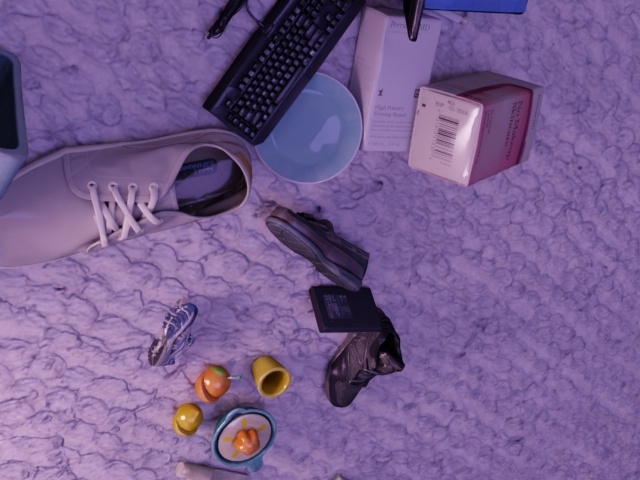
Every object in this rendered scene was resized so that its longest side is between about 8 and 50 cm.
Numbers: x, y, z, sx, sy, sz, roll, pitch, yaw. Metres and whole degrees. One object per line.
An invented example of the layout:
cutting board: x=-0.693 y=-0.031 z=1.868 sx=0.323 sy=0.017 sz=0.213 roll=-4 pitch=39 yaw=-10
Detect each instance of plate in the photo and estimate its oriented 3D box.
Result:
plate: x=-0.023 y=-0.188 z=1.322 sx=0.188 sy=0.024 sz=0.188 roll=-1 pitch=98 yaw=-10

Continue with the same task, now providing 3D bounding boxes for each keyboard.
keyboard: x=-0.074 y=-0.323 z=1.237 sx=0.201 sy=0.033 sz=0.317 roll=35 pitch=90 yaw=-32

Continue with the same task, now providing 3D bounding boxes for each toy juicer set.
toy juicer set: x=-0.183 y=0.381 z=1.520 sx=0.209 sy=0.089 sz=0.329 roll=1 pitch=114 yaw=-30

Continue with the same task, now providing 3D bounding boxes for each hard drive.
hard drive: x=0.049 y=0.132 z=1.520 sx=0.135 sy=0.094 sz=0.022 roll=3 pitch=145 yaw=-30

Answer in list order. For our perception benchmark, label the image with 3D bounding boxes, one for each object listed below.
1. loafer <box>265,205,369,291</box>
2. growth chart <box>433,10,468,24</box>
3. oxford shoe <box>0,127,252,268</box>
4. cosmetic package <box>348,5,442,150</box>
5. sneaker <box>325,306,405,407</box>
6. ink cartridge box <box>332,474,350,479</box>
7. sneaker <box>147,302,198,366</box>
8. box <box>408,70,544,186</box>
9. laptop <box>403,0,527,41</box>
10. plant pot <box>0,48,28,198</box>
loafer: x=0.000 y=0.000 z=1.437 sx=0.267 sy=0.096 sz=0.084 roll=42 pitch=71 yaw=-44
growth chart: x=0.252 y=-0.492 z=1.351 sx=0.172 sy=0.021 sz=0.237 roll=25 pitch=101 yaw=-35
oxford shoe: x=-0.303 y=-0.064 z=1.200 sx=0.449 sy=0.130 sz=0.169 roll=-18 pitch=124 yaw=-19
cosmetic package: x=0.119 y=-0.274 z=1.351 sx=0.117 sy=0.085 sz=0.231 roll=-5 pitch=118 yaw=-29
sneaker: x=0.089 y=0.258 z=1.584 sx=0.087 sy=0.130 sz=0.227 roll=19 pitch=106 yaw=-33
ink cartridge box: x=0.107 y=0.619 z=1.792 sx=0.062 sy=0.109 sz=0.209 roll=-49 pitch=127 yaw=2
sneaker: x=-0.252 y=0.168 z=1.402 sx=0.058 sy=0.052 sz=0.135 roll=21 pitch=111 yaw=-45
box: x=0.278 y=-0.203 z=1.399 sx=0.232 sy=0.127 sz=0.148 roll=-23 pitch=128 yaw=-46
laptop: x=0.275 y=-0.511 z=1.183 sx=0.236 sy=0.408 sz=0.382 roll=10 pitch=117 yaw=0
plant pot: x=-0.534 y=-0.111 z=0.984 sx=0.247 sy=0.248 sz=0.252 roll=14 pitch=124 yaw=-34
